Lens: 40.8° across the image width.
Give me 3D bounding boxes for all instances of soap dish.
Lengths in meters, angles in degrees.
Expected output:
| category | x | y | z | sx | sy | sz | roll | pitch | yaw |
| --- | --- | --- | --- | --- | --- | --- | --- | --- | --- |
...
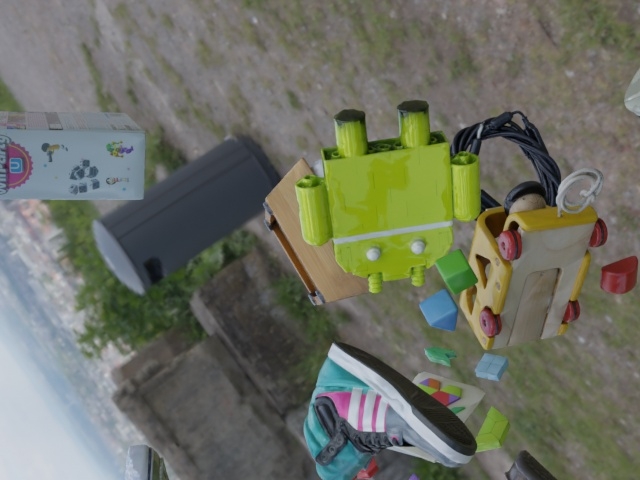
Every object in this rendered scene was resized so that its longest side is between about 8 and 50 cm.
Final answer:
| category | x | y | z | sx | sy | sz | roll | pitch | yaw |
| --- | --- | --- | --- | --- | --- | --- | --- | --- | --- |
| soap dish | 0.000 | 0.000 | 1.415 | 0.229 | 0.118 | 0.291 | 59 | 174 | 3 |

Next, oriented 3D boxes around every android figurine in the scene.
| category | x | y | z | sx | sy | sz | roll | pitch | yaw |
| --- | --- | --- | --- | --- | --- | --- | --- | --- | --- |
| android figurine | 0.093 | -0.050 | 1.161 | 0.056 | 0.248 | 0.273 | -103 | 6 | -61 |

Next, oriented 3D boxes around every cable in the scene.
| category | x | y | z | sx | sy | sz | roll | pitch | yaw |
| --- | --- | --- | --- | --- | --- | --- | --- | --- | --- |
| cable | 0.268 | -0.091 | 1.254 | 0.047 | 0.150 | 0.184 | 106 | 143 | -83 |

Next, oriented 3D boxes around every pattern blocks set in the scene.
| category | x | y | z | sx | sy | sz | roll | pitch | yaw |
| --- | --- | --- | --- | --- | --- | --- | --- | --- | --- |
| pattern blocks set | 0.183 | 0.301 | 1.475 | 0.285 | 0.325 | 0.026 | 0 | 128 | 30 |

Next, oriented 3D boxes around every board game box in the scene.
| category | x | y | z | sx | sy | sz | roll | pitch | yaw |
| --- | --- | --- | --- | --- | --- | --- | --- | --- | --- |
| board game box | -0.404 | -0.120 | 1.169 | 0.224 | 0.303 | 0.097 | -144 | 56 | -67 |

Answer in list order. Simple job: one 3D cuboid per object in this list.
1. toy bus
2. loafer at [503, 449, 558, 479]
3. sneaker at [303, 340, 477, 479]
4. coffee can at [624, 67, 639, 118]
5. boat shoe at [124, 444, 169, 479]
| category | x | y | z | sx | sy | sz | roll | pitch | yaw |
| --- | --- | --- | --- | --- | --- | --- | --- | --- | --- |
| toy bus | 0.196 | 0.009 | 0.831 | 0.191 | 0.202 | 0.104 | 35 | -159 | -40 |
| loafer | 0.417 | 0.520 | 1.688 | 0.134 | 0.130 | 0.366 | 42 | 174 | 31 |
| sneaker | 0.077 | 0.283 | 1.226 | 0.124 | 0.178 | 0.295 | 22 | -174 | -40 |
| coffee can | 0.477 | -0.113 | 0.859 | 0.275 | 0.201 | 0.201 | 41 | 162 | -7 |
| boat shoe | -0.215 | 0.418 | 1.214 | 0.109 | 0.094 | 0.302 | -107 | 13 | -68 |
